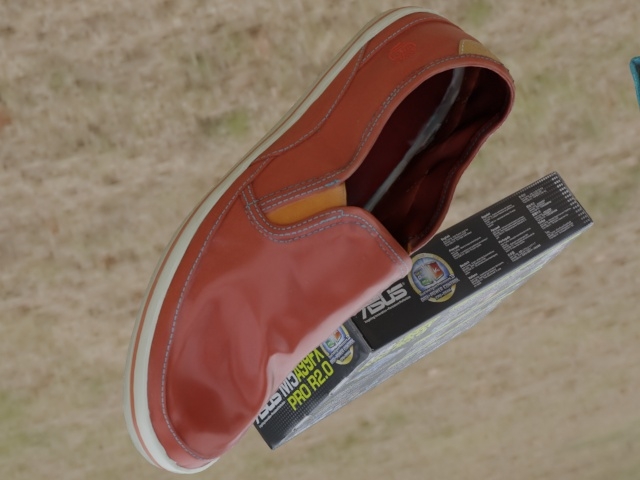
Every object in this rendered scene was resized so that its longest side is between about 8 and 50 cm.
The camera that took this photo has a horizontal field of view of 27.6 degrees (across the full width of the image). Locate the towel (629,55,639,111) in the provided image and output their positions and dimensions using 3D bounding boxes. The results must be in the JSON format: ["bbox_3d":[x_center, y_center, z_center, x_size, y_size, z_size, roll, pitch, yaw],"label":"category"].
[{"bbox_3d":[0.220,0.056,0.736,0.040,0.271,0.370,-3,172,20],"label":"towel"}]

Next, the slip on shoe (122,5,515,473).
[{"bbox_3d":[0.000,0.000,0.785,0.331,0.101,0.123,-53,132,-10],"label":"slip on shoe"}]

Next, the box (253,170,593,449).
[{"bbox_3d":[0.079,0.060,1.115,0.270,0.060,0.216,-27,166,-34],"label":"box"}]
